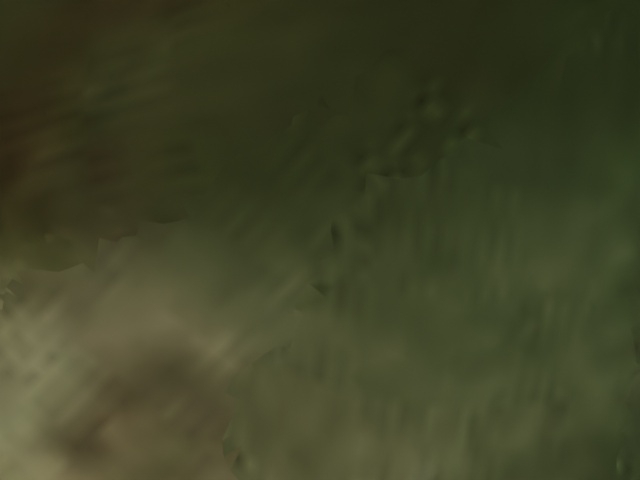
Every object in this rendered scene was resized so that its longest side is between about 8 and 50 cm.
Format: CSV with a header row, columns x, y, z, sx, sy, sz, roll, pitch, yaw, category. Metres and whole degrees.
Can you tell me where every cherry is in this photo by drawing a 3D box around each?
x,y,z,sx,sy,sz,roll,pitch,yaw,category
-0.010,0.000,0.509,0.326,0.335,0.291,23,165,-41,cherry
